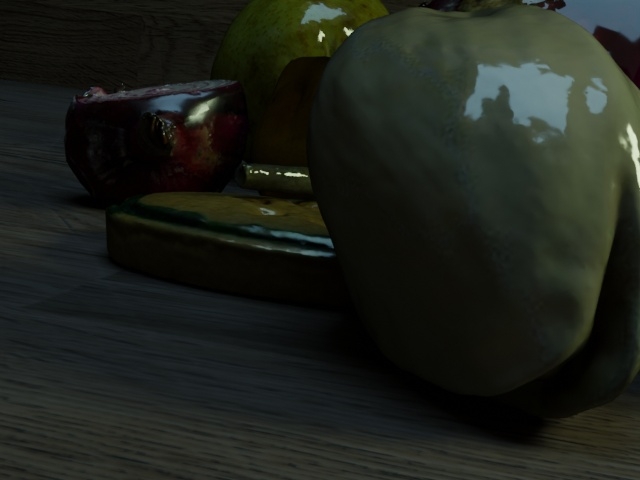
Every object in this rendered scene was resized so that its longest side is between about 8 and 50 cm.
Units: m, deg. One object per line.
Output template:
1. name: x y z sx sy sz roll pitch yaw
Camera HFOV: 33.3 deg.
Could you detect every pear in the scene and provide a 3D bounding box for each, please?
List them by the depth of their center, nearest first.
1. pear: -0.015 -0.226 1.510 0.303 0.304 0.304 6 10 -1

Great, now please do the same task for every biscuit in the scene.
1. biscuit: 0.000 -0.002 0.901 0.343 0.057 0.287 9 10 13

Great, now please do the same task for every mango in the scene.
1. mango: 0.010 -0.090 1.129 0.136 0.166 0.236 33 -7 -24

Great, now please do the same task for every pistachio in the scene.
1. pistachio: 0.098 -0.027 0.648 0.207 0.226 0.332 28 18 -32

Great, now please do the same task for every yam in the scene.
1. yam: 0.026 -0.045 0.948 0.234 0.029 0.027 6 31 -35

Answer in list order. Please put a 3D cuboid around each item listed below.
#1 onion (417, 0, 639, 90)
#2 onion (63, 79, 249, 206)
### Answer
1. onion: 0.261 -0.125 1.173 0.347 0.348 0.385 15 -26 40
2. onion: -0.166 -0.097 1.111 0.195 0.140 0.218 0 11 -13
